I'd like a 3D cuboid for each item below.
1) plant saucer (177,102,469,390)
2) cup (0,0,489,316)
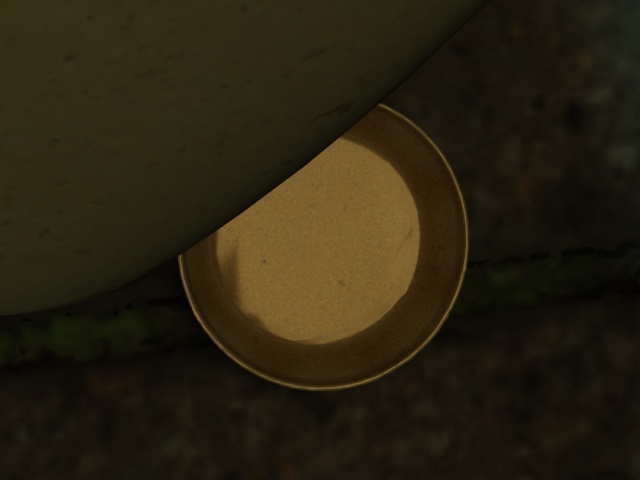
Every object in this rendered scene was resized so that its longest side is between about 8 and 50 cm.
[{"bbox_3d":[0.000,0.000,0.548,0.083,0.015,0.083,-1,95,-13],"label":"plant saucer"},{"bbox_3d":[-0.071,-0.126,0.394,0.331,0.331,0.237,12,119,-14],"label":"cup"}]
